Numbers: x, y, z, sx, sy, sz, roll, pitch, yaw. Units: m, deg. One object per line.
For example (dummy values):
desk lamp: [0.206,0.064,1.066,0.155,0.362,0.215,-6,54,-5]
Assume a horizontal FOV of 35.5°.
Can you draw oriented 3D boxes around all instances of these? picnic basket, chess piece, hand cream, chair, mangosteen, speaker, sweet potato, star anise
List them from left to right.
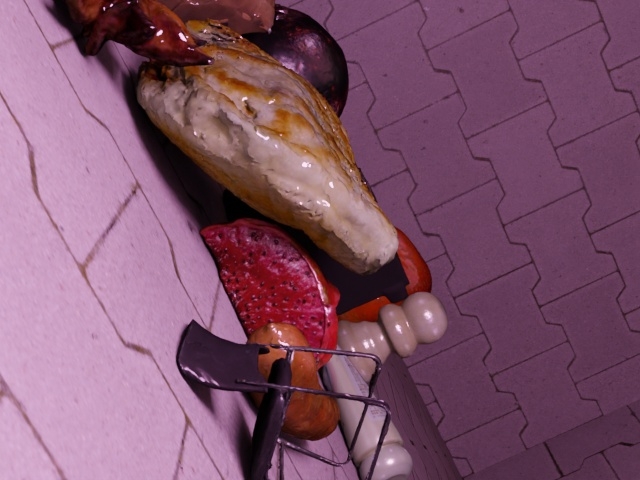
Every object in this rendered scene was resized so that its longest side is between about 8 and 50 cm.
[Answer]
star anise: [-0.253,-0.270,1.215,0.272,0.102,0.272,36,10,-7]
picnic basket: [-0.206,-0.500,1.567,0.337,0.293,0.337,174,-90,-84]
mangosteen: [-0.106,-0.261,1.760,0.297,0.313,0.297,26,27,-15]
chair: [-0.052,0.182,1.055,0.140,0.221,0.145,-98,-156,-75]
sweet potato: [-0.032,0.197,1.249,0.292,0.097,0.097,68,0,-53]
speaker: [0.000,0.000,1.681,0.254,0.232,0.184,59,9,-40]
hand cream: [0.067,0.289,1.759,0.306,0.093,0.147,66,3,33]
chess piece: [0.140,0.193,2.030,0.144,0.251,0.144,-25,90,-86]

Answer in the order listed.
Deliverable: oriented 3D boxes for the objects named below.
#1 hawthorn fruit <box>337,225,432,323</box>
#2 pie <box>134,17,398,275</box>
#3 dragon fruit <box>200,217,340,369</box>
hawthorn fruit: [0.115,0.083,2.284,0.275,0.275,0.300,44,29,-75]
pie: [-0.066,-0.134,1.376,0.395,0.180,0.418,33,13,-38]
dragon fruit: [-0.045,0.074,1.422,0.262,0.134,0.211,64,5,1]
